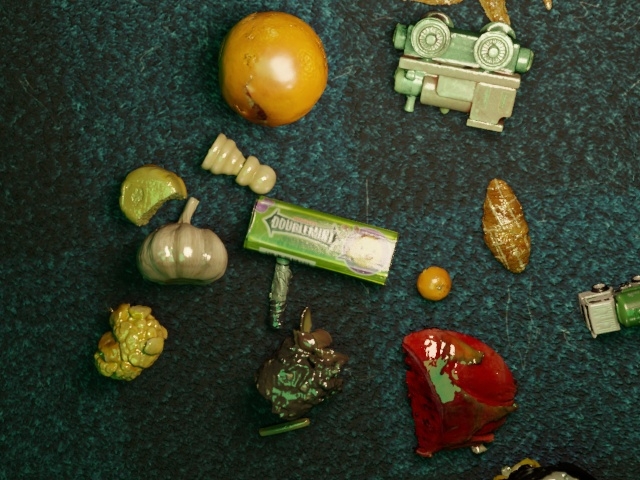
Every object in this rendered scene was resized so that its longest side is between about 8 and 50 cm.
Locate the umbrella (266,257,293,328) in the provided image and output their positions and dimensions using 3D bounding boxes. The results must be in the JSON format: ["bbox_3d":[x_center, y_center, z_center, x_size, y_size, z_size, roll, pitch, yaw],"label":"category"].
[{"bbox_3d":[-0.098,0.122,1.972,0.046,0.050,0.188,12,106,24],"label":"umbrella"}]

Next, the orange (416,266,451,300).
[{"bbox_3d":[0.268,0.102,1.908,0.084,0.083,0.083,1,103,6],"label":"orange"}]

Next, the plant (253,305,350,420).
[{"bbox_3d":[-0.037,0.307,1.942,0.234,0.178,0.204,-45,84,3],"label":"plant"}]

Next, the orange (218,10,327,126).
[{"bbox_3d":[-0.107,-0.368,1.751,0.246,0.246,0.246,1,103,6],"label":"orange"}]

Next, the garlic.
[{"bbox_3d":[-0.324,-0.002,1.910,0.219,0.218,0.212,0,74,6],"label":"garlic"}]

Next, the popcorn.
[{"bbox_3d":[-0.457,0.254,1.996,0.163,0.140,0.194,18,94,10],"label":"popcorn"}]

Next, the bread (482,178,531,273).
[{"bbox_3d":[0.424,-0.027,1.864,0.105,0.076,0.233,-14,100,7],"label":"bread"}]

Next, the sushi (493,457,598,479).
[{"bbox_3d":[0.511,0.675,1.934,0.328,0.285,0.328,40,83,-9],"label":"sushi"}]

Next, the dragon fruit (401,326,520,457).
[{"bbox_3d":[0.343,0.368,1.947,0.282,0.100,0.343,-11,106,-1],"label":"dragon fruit"}]

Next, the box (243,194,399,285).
[{"bbox_3d":[0.000,0.000,1.894,0.346,0.097,0.134,16,86,3],"label":"box"}]

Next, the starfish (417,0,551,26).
[{"bbox_3d":[0.352,-0.566,1.751,0.302,0.060,0.299,42,101,-5],"label":"starfish"}]

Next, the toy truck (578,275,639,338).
[{"bbox_3d":[0.721,0.145,1.848,0.243,0.125,0.101,-14,102,10],"label":"toy truck"}]

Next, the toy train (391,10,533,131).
[{"bbox_3d":[0.295,-0.369,1.760,0.304,0.150,0.221,14,117,8],"label":"toy train"}]

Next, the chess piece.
[{"bbox_3d":[-0.185,-0.167,1.893,0.170,0.094,0.094,32,105,-9],"label":"chess piece"}]

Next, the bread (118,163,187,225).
[{"bbox_3d":[-0.407,-0.117,1.926,0.156,0.086,0.125,-33,91,9],"label":"bread"}]

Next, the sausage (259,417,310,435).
[{"bbox_3d":[-0.091,0.473,2.062,0.132,0.024,0.024,-15,101,10],"label":"sausage"}]
